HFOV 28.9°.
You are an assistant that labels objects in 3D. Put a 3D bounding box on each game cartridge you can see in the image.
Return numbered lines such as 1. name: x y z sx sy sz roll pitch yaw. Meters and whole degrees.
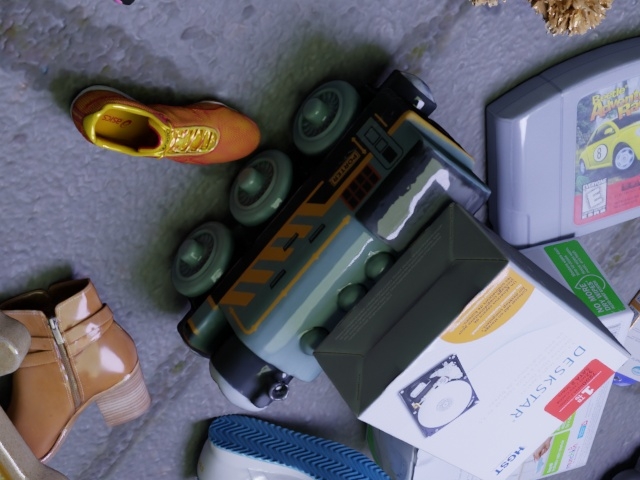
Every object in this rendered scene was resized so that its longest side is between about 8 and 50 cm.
1. game cartridge: 0.312 -0.110 1.293 0.294 0.060 0.196 -18 123 -15

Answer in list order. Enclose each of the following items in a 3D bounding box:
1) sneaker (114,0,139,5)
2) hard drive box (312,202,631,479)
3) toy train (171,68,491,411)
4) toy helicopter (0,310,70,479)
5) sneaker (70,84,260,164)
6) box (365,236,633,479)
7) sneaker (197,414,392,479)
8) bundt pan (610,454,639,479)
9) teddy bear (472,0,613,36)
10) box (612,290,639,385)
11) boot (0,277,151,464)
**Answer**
1. sneaker: -0.095 -0.242 0.994 0.170 0.063 0.075 -46 123 2
2. hard drive box: 0.137 0.098 1.089 0.181 0.089 0.232 -48 136 10
3. toy train: 0.000 0.000 1.120 0.142 0.190 0.334 34 102 -38
4. toy helicopter: -0.334 0.137 1.065 0.235 0.140 0.355 -21 114 20
5. sneaker: -0.130 -0.089 1.077 0.175 0.067 0.064 3 118 -30
6. box: 0.180 0.151 1.319 0.231 0.126 0.262 -13 137 -15
7. sneaker: -0.019 0.265 1.317 0.229 0.087 0.092 21 119 2
8. bundt pan: 0.481 0.392 1.661 0.331 0.124 0.330 -12 125 -19
9. teddy bear: 0.188 -0.313 1.059 0.245 0.113 0.338 -37 130 -3
10. box: 0.386 0.114 1.493 0.081 0.028 0.136 24 111 -36
11. boot: -0.269 0.125 1.157 0.197 0.073 0.152 -25 121 -8
